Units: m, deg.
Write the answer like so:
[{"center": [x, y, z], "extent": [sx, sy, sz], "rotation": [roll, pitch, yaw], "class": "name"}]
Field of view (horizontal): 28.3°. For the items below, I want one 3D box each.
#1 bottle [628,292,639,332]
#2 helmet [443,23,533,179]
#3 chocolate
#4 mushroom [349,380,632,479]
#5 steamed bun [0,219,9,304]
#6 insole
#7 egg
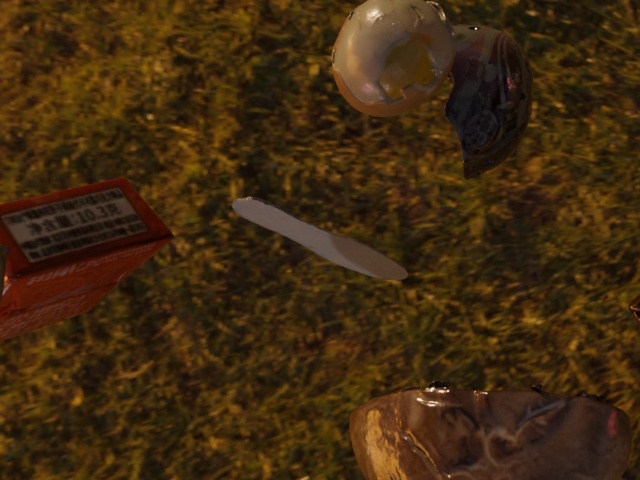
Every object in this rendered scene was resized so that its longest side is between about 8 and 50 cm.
[{"center": [0.434, 0.053, 1.458], "extent": [0.156, 0.143, 0.271], "rotation": [10, 77, 4], "class": "bottle"}, {"center": [0.194, -0.168, 1.454], "extent": [0.107, 0.153, 0.177], "rotation": [-16, 87, 11], "class": "helmet"}, {"center": [-0.335, 0.029, 1.508], "extent": [0.234, 0.237, 0.108], "rotation": [-36, 76, 44], "class": "chocolate"}, {"center": [0.149, 0.226, 1.210], "extent": [0.285, 0.156, 0.151], "rotation": [-4, 64, 28], "class": "mushroom"}, {"center": [-0.407, 0.126, 1.042], "extent": [0.428, 0.189, 0.247], "rotation": [-24, 74, 52], "class": "steamed bun"}, {"center": [0.000, 0.000, 1.277], "extent": [0.065, 0.197, 0.004], "rotation": [-36, 33, 60], "class": "insole"}, {"center": [0.042, -0.110, 0.768], "extent": [0.071, 0.071, 0.083], "rotation": [52, 134, 15], "class": "egg"}]
